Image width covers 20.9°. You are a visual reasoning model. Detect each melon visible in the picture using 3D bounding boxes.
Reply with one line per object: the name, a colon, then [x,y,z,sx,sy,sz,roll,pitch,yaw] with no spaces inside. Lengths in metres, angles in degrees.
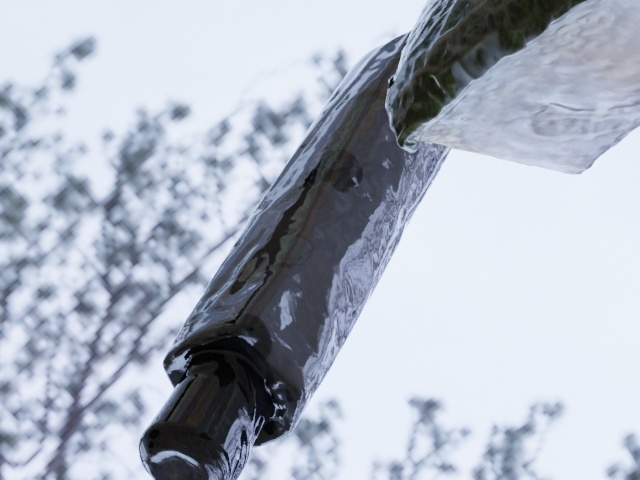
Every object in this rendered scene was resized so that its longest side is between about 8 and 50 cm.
melon: [0.085,-0.070,0.604,0.139,0.093,0.202,-35,-174,-7]

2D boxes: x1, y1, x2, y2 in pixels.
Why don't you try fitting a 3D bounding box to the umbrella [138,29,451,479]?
umbrella: [0.000,0.000,0.833,0.073,0.067,0.337,-36,-166,38]
